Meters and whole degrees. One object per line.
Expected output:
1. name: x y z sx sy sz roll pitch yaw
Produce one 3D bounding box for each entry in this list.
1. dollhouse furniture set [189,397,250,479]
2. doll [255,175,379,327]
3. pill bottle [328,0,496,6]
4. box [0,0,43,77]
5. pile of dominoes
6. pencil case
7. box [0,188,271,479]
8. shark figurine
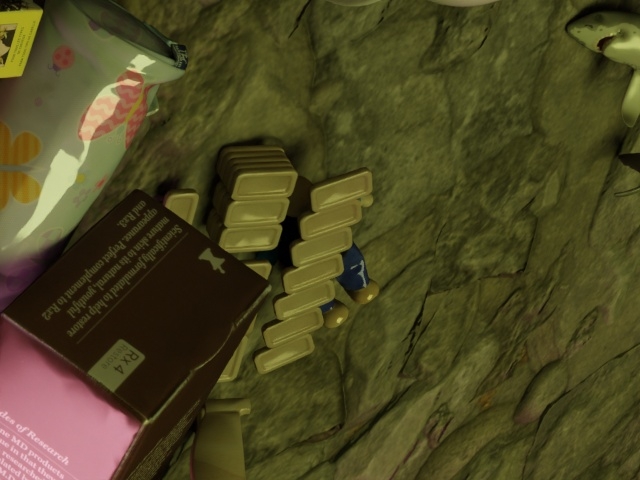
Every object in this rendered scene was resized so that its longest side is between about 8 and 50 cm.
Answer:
1. dollhouse furniture set: -0.139 0.244 1.642 0.173 0.356 0.303 -2 145 -9
2. doll: 0.000 0.000 1.784 0.129 0.046 0.189 -37 141 -7
3. pill bottle: 0.157 -0.309 1.475 0.407 0.229 0.229 -22 140 -37
4. box: -0.296 -0.139 1.225 0.232 0.087 0.058 -13 136 -46
5. pile of dominoes: -0.073 0.026 1.714 0.196 0.040 0.251 -4 132 -27
6. pencil case: -0.208 -0.053 1.402 0.273 0.113 0.124 -56 170 9
7. box: -0.200 0.163 1.489 0.191 0.143 0.381 -48 173 -50
8. shark figurine: 0.358 -0.171 2.012 0.166 0.116 0.278 -16 139 9
